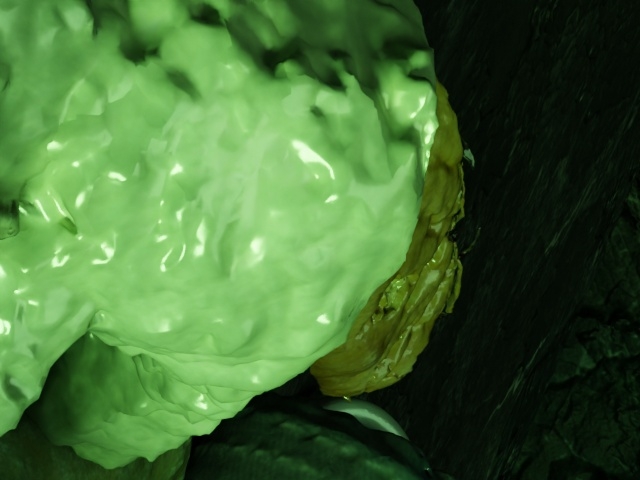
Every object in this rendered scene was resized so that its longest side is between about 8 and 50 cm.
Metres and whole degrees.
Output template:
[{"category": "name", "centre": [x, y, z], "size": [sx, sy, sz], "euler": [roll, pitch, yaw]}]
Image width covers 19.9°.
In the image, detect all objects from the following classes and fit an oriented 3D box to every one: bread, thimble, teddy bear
[{"category": "bread", "centre": [0.002, -0.001, 1.193], "size": [0.147, 0.160, 0.260], "euler": [-45, 158, -31]}, {"category": "thimble", "centre": [-0.003, 0.229, 1.338], "size": [0.172, 0.236, 0.205], "euler": [-56, 155, -30]}, {"category": "teddy bear", "centre": [-0.157, -0.063, 0.656], "size": [0.375, 0.362, 0.327], "euler": [-20, -120, 63]}]

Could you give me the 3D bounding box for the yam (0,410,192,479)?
[{"category": "yam", "centre": [-0.180, 0.114, 0.858], "size": [0.330, 0.133, 0.133], "euler": [-23, 135, -61]}]

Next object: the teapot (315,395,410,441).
[{"category": "teapot", "centre": [0.002, 0.344, 1.553], "size": [0.280, 0.252, 0.424], "euler": [10, 84, -36]}]
